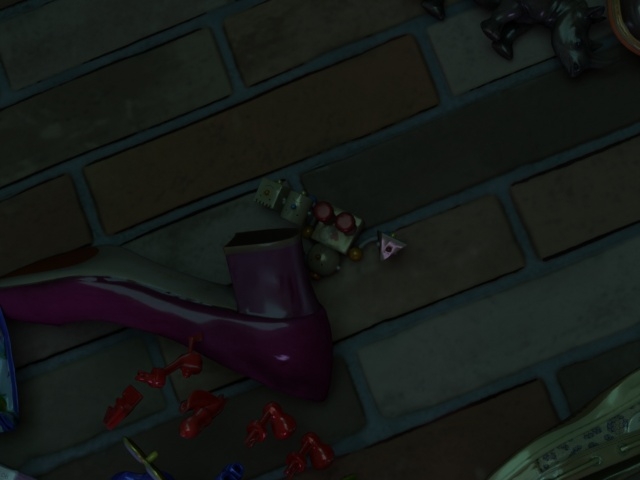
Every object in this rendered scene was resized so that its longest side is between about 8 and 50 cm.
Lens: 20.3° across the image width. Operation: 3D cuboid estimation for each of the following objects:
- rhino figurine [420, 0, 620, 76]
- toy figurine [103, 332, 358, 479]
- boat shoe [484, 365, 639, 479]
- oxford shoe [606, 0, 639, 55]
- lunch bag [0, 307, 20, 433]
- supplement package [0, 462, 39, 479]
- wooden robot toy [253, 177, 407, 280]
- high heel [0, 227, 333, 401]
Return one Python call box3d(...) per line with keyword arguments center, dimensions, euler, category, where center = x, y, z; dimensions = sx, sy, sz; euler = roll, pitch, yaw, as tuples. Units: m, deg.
box3d(center=(0.209, -0.250, 1.878), dimensions=(0.243, 0.073, 0.106), euler=(32, 85, 14), category="rhino figurine")
box3d(center=(-0.095, 0.298, 1.761), dimensions=(0.362, 0.191, 0.217), euler=(42, 126, -5), category="toy figurine")
box3d(center=(0.249, 0.224, 1.725), dimensions=(0.285, 0.104, 0.089), euler=(-37, 70, -3), category="boat shoe")
box3d(center=(0.405, -0.356, 1.826), dimensions=(0.130, 0.133, 0.364), euler=(28, 80, -12), category="oxford shoe")
box3d(center=(-0.385, 0.133, 1.835), dimensions=(0.129, 0.096, 0.151), euler=(-9, 107, 32), category="lunch bag")
box3d(center=(-0.371, 0.302, 1.801), dimensions=(0.105, 0.105, 0.179), euler=(21, 80, 11), category="supplement package")
box3d(center=(0.000, 0.000, 1.846), dimensions=(0.173, 0.076, 0.079), euler=(25, 91, 15), category="wooden robot toy")
box3d(center=(-0.175, 0.097, 1.835), dimensions=(0.377, 0.127, 0.181), euler=(-5, 105, 22), category="high heel")
